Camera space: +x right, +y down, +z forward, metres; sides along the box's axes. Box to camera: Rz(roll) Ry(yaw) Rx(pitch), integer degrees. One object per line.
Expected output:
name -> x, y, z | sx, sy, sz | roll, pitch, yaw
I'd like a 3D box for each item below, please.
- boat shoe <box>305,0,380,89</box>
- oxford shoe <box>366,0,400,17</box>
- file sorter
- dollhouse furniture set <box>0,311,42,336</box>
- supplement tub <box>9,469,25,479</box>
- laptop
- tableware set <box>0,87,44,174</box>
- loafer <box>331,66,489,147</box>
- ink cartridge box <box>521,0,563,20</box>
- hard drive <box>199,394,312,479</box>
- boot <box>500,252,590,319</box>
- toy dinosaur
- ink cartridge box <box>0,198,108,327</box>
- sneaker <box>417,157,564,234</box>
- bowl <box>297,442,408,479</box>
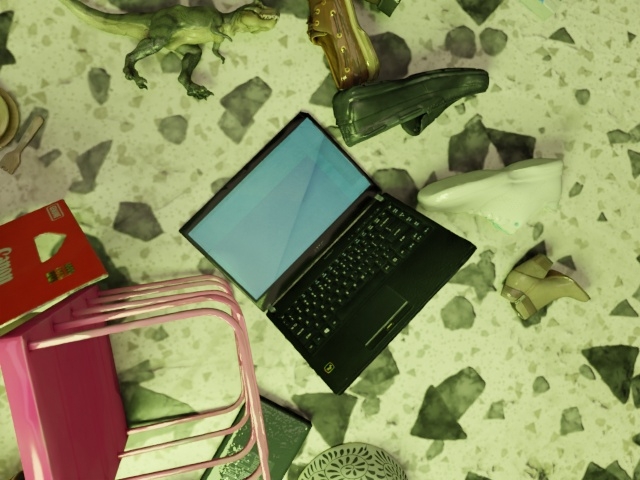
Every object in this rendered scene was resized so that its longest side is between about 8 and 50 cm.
boat shoe -> 0.011, -0.277, 0.668 | 0.060, 0.064, 0.177 | -30, 99, -9
oxford shoe -> 0.108, -0.413, 0.673 | 0.096, 0.083, 0.227 | 29, 86, -5
file sorter -> -0.161, 0.148, 0.539 | 0.183, 0.291, 0.201 | -10, 95, -12
dollhouse furniture set -> -0.385, 0.255, 0.565 | 0.304, 0.174, 0.355 | 0, 106, 26
supplement tub -> -0.356, 0.376, 0.606 | 0.106, 0.106, 0.197 | 30, 87, -9
laptop -> 0.000, 0.000, 0.637 | 0.234, 0.264, 0.136 | -46, 135, -5
tableware set -> -0.433, -0.101, 0.611 | 0.128, 0.039, 0.194 | 31, 87, -9
loafer -> 0.121, -0.176, 0.684 | 0.224, 0.076, 0.078 | -17, 106, -17
ink cartridge box -> 0.326, -0.360, 0.737 | 0.048, 0.028, 0.083 | 36, 85, -9
hard drive -> -0.084, 0.279, 0.690 | 0.094, 0.022, 0.135 | 31, 87, -9
boot -> 0.315, 0.077, 0.746 | 0.118, 0.042, 0.087 | 39, 92, -7
toy dinosaur -> -0.185, -0.241, 0.641 | 0.269, 0.064, 0.118 | 1, 85, -7
ink cartridge box -> -0.351, 0.023, 0.490 | 0.239, 0.275, 0.060 | -31, 122, -21
sneaker -> 0.237, -0.050, 0.712 | 0.213, 0.080, 0.094 | -11, 105, -10
bowl -> 0.049, 0.364, 0.686 | 0.170, 0.080, 0.169 | 0, 91, -9
